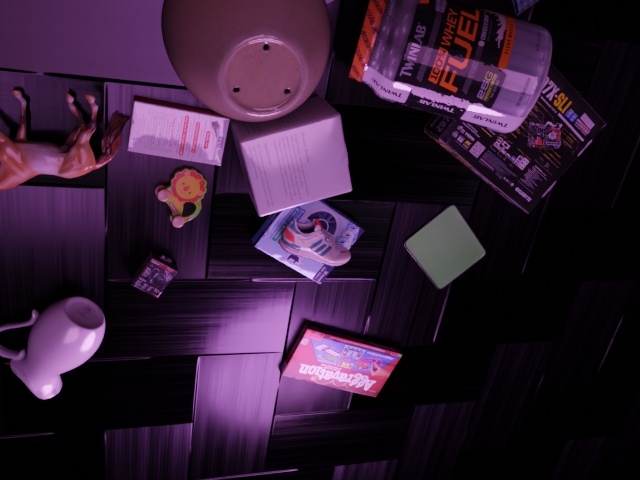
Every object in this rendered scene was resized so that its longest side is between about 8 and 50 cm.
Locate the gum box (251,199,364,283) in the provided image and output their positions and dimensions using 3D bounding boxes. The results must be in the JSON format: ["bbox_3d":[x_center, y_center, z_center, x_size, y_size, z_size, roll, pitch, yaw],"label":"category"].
[{"bbox_3d":[-0.026,-0.012,1.210,0.184,0.041,0.157,32,103,-28],"label":"gum box"}]

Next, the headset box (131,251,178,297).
[{"bbox_3d":[-0.335,0.067,1.157,0.062,0.032,0.083,32,102,-29],"label":"headset box"}]

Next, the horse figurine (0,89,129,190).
[{"bbox_3d":[-0.464,-0.167,0.975,0.264,0.066,0.174,-3,112,-14],"label":"horse figurine"}]

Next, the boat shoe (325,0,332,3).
[{"bbox_3d":[-0.045,-0.423,0.992,0.142,0.049,0.040,-16,85,-1],"label":"boat shoe"}]

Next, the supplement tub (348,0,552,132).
[{"bbox_3d":[0.220,-0.320,1.006,0.316,0.193,0.193,15,113,-2],"label":"supplement tub"}]

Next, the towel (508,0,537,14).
[{"bbox_3d":[0.411,-0.626,0.996,0.272,0.040,0.370,-34,132,2],"label":"towel"}]

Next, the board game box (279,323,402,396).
[{"bbox_3d":[0.054,0.301,1.408,0.281,0.027,0.145,19,111,-25],"label":"board game box"}]

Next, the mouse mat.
[{"bbox_3d":[0.299,0.018,1.351,0.153,0.007,0.189,-39,120,4],"label":"mouse mat"}]

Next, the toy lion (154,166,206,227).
[{"bbox_3d":[-0.263,-0.088,1.103,0.096,0.034,0.100,-28,122,-11],"label":"toy lion"}]

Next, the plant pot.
[{"bbox_3d":[-0.104,-0.303,0.909,0.284,0.190,0.284,-9,133,-10],"label":"plant pot"}]

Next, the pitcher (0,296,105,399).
[{"bbox_3d":[-0.538,0.191,1.116,0.178,0.125,0.207,39,112,-15],"label":"pitcher"}]

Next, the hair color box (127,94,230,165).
[{"bbox_3d":[-0.257,-0.198,1.032,0.167,0.053,0.093,8,113,-20],"label":"hair color box"}]

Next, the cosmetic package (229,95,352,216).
[{"bbox_3d":[-0.056,-0.161,1.057,0.184,0.151,0.151,-16,121,-9],"label":"cosmetic package"}]

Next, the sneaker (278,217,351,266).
[{"bbox_3d":[0.000,0.000,1.165,0.161,0.057,0.075,16,117,-21],"label":"sneaker"}]

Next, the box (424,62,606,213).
[{"bbox_3d":[0.418,-0.242,1.213,0.322,0.079,0.257,31,102,-28],"label":"box"}]
